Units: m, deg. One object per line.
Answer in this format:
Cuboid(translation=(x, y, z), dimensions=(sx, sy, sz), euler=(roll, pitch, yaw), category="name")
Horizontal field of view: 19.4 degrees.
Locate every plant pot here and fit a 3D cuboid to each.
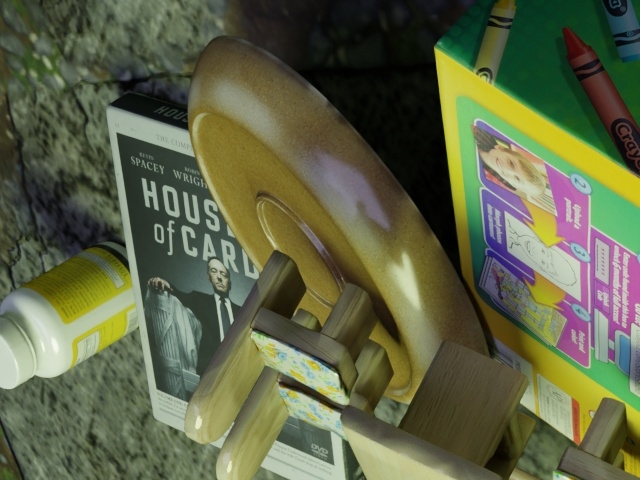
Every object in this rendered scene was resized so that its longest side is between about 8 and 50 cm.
Cuboid(translation=(0.000, 0.000, 0.979), dimensions=(0.236, 0.032, 0.236), euler=(47, 163, 20), category="plant pot")

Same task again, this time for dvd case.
Cuboid(translation=(-0.051, 0.037, 1.176), dimensions=(0.179, 0.029, 0.239), euler=(19, 128, 38), category="dvd case")

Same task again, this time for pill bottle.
Cuboid(translation=(-0.172, 0.052, 1.246), dimensions=(0.065, 0.116, 0.065), euler=(26, 131, 34), category="pill bottle")

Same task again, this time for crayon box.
Cuboid(translation=(0.146, 0.011, 0.829), dimensions=(0.165, 0.081, 0.278), euler=(35, 159, 26), category="crayon box")

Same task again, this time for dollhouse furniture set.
Cuboid(translation=(0.049, 0.153, 0.883), dimensions=(0.212, 0.161, 0.242), euler=(24, 163, 18), category="dollhouse furniture set")
